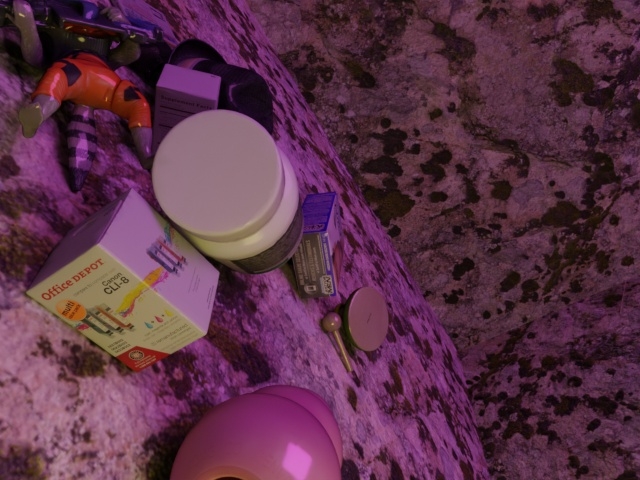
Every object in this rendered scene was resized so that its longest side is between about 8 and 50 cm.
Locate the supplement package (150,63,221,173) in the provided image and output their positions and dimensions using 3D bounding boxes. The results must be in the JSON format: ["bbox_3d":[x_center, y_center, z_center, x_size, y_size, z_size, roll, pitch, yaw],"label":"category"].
[{"bbox_3d":[-0.252,-0.215,0.873,0.105,0.180,0.105,10,38,-14],"label":"supplement package"}]

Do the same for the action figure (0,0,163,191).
[{"bbox_3d":[-0.399,-0.252,0.684,0.341,0.179,0.330,1,51,-40],"label":"action figure"}]

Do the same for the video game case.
[{"bbox_3d":[-0.422,-0.520,1.168,0.194,0.023,0.212,62,16,4],"label":"video game case"}]

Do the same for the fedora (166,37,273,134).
[{"bbox_3d":[-0.203,-0.301,1.057,0.334,0.152,0.335,0,90,-72],"label":"fedora"}]

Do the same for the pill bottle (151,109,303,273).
[{"bbox_3d":[-0.133,-0.059,0.777,0.204,0.204,0.361,64,-5,8],"label":"pill bottle"}]

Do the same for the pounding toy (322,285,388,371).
[{"bbox_3d":[0.086,0.238,1.341,0.236,0.110,0.183,-31,105,-44],"label":"pounding toy"}]

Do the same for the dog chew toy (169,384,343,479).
[{"bbox_3d":[-0.060,0.296,0.642,0.207,0.206,0.332,64,9,8],"label":"dog chew toy"}]

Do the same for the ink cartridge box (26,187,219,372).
[{"bbox_3d":[-0.241,0.052,0.601,0.176,0.128,0.127,50,20,-29],"label":"ink cartridge box"}]

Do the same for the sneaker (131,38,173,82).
[{"bbox_3d":[-0.343,-0.371,1.050,0.130,0.087,0.227,58,11,14],"label":"sneaker"}]

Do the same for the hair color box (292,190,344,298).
[{"bbox_3d":[0.000,0.000,1.316,0.339,0.109,0.185,-72,155,-65],"label":"hair color box"}]
